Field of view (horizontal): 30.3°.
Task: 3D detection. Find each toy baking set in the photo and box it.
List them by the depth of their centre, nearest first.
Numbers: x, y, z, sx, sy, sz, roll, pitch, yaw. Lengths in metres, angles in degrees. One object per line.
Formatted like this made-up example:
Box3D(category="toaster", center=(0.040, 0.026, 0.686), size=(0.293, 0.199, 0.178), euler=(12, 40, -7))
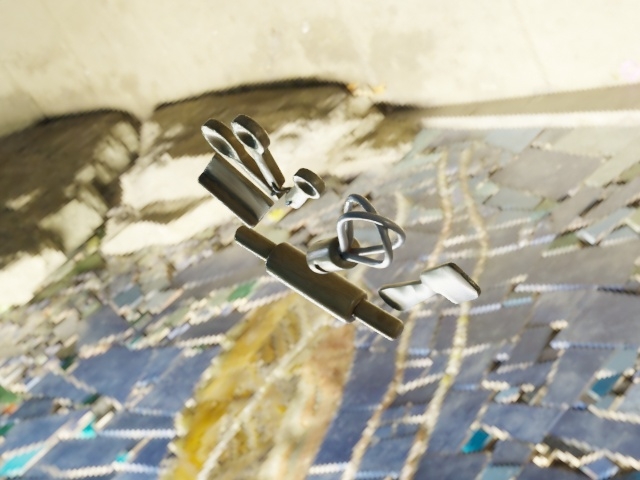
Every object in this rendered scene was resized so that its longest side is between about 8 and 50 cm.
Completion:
Box3D(category="toy baking set", center=(0.000, 0.003, 0.848), size=(0.256, 0.030, 0.196), euler=(33, 161, 20))
